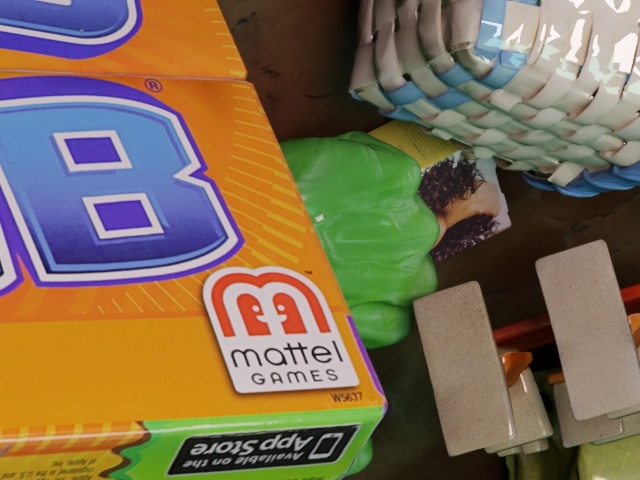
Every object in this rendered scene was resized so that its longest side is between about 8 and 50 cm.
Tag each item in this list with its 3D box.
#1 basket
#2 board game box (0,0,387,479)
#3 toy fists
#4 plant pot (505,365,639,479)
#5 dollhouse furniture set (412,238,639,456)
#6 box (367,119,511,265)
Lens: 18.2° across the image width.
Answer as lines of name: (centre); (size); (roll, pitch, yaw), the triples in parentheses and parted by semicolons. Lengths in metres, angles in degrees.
basket: (0.181, -0.125, 1.091); (0.289, 0.255, 0.201); (15, 80, -21)
board game box: (-0.246, 0.047, 0.880); (0.356, 0.356, 0.356); (-1, 139, -30)
toy fists: (-0.022, 0.056, 1.169); (0.142, 0.096, 0.279); (5, 123, -21)
plant pot: (0.277, 0.172, 1.424); (0.253, 0.276, 0.276); (-3, 128, -13)
dollhouse furniture set: (0.204, 0.032, 1.175); (0.259, 0.135, 0.262); (-19, 168, 23)
box: (0.000, 0.000, 1.240); (0.232, 0.058, 0.087); (-28, 134, -6)
